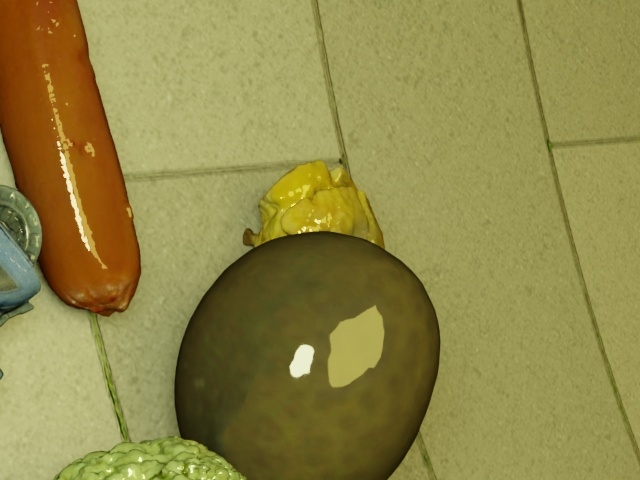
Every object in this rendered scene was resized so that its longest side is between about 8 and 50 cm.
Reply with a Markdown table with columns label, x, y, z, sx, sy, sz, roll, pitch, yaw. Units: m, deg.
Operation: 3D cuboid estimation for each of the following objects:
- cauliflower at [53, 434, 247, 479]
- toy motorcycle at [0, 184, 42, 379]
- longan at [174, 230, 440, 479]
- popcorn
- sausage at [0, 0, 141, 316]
| label | x | y | z | sx | sy | sz | roll | pitch | yaw |
| --- | --- | --- | --- | --- | --- | --- | --- | --- | --- |
| cauliflower | -0.153 | 0.312 | 1.301 | 0.327 | 0.260 | 0.281 | -4 | 76 | -76 |
| toy motorcycle | -0.376 | -0.022 | 1.272 | 0.358 | 0.125 | 0.212 | 54 | 51 | -24 |
| longan | -0.010 | 0.127 | 1.492 | 0.243 | 0.300 | 0.300 | 38 | 45 | 12 |
| popcorn | 0.000 | 0.000 | 1.630 | 0.148 | 0.152 | 0.167 | -55 | 130 | -39 |
| sausage | -0.246 | -0.096 | 1.442 | 0.094 | 0.097 | 0.348 | -15 | 88 | -53 |
